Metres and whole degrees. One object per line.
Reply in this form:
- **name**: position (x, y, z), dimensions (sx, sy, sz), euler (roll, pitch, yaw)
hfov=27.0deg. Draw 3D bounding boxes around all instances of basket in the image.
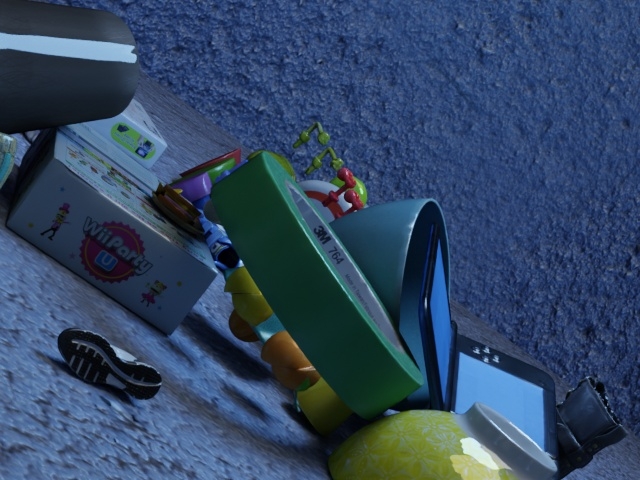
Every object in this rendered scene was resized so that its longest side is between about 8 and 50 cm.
- **basket**: position (-0.326, -0.193, 1.482), dimensions (0.227, 0.204, 0.154), euler (-11, 76, -48)

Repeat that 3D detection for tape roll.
- **tape roll**: position (-0.002, 0.050, 1.512), dimensions (0.321, 0.077, 0.321), euler (56, 5, -8)

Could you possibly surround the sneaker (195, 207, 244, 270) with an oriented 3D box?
- **sneaker**: position (-0.160, 0.001, 2.006), dimensions (0.144, 0.053, 0.059), euler (38, 8, 8)

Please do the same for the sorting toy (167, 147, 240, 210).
- **sorting toy**: position (-0.182, -0.068, 2.299), dimensions (0.365, 0.127, 0.126), euler (-79, 147, -80)

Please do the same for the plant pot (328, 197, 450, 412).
- **plant pot**: position (0.051, 0.085, 1.822), dimensions (0.195, 0.290, 0.290), euler (2, -5, 18)

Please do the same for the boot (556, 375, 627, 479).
- **boot**: position (0.304, 0.274, 1.833), dimensions (0.091, 0.229, 0.263), euler (42, 6, -21)

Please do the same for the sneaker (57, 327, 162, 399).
- **sneaker**: position (-0.193, 0.109, 1.183), dimensions (0.109, 0.040, 0.043), euler (38, -11, -36)

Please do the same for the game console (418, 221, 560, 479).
- **game console**: position (0.215, 0.140, 1.692), dimensions (0.250, 0.173, 0.293), euler (23, 24, -2)

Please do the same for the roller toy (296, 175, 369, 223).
- **roller toy**: position (0.000, 0.000, 2.293), dimensions (0.146, 0.209, 0.191), euler (22, 57, -68)

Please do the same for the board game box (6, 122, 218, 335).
- **board game box**: position (-0.246, -0.032, 1.572), dimensions (0.224, 0.097, 0.303), euler (37, 6, -17)

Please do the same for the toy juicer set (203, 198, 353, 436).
- **toy juicer set**: position (-0.083, 0.071, 1.563), dimensions (0.329, 0.089, 0.209), euler (59, 6, 29)

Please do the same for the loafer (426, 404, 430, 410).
- **loafer**: position (0.225, 0.268, 2.049), dimensions (0.095, 0.109, 0.302), euler (31, 18, -51)

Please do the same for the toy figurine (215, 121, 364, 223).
- **toy figurine**: position (-0.076, -0.083, 2.104), dimensions (0.217, 0.191, 0.362), euler (34, 25, -43)

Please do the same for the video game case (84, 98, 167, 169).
- **video game case**: position (-0.406, -0.251, 2.365), dimensions (0.244, 0.061, 0.269), euler (36, 6, -27)

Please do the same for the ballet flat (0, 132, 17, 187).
- **ballet flat**: position (-0.438, -0.163, 1.349), dimensions (0.348, 0.123, 0.123), euler (40, 7, 16)

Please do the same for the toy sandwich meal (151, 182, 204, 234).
- **toy sandwich meal**: position (-0.161, -0.040, 1.544), dimensions (0.085, 0.029, 0.085), euler (39, 6, -5)

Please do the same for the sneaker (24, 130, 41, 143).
- **sneaker**: position (-0.402, -0.191, 1.903), dimensions (0.166, 0.076, 0.065), euler (42, 7, 30)

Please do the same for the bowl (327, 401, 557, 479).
- **bowl**: position (0.166, 0.272, 1.463), dimensions (0.289, 0.156, 0.289), euler (38, 6, -5)
